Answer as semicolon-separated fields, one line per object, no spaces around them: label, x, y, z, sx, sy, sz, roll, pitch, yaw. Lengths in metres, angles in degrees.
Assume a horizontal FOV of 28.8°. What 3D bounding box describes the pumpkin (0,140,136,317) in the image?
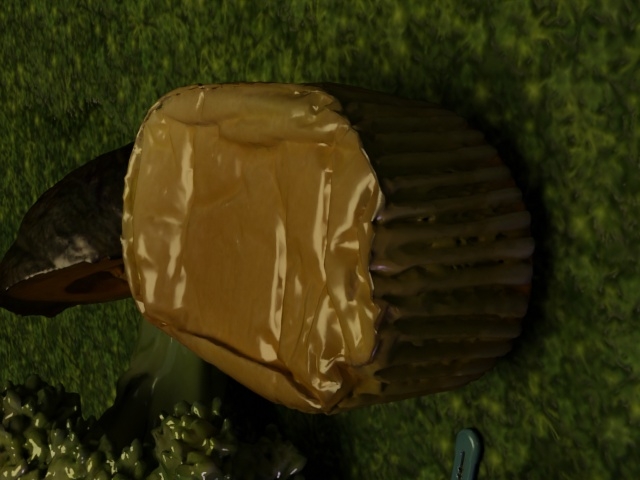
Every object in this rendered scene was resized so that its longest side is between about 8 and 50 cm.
pumpkin;-0.149;-0.022;0.894;0.278;0.163;0.111;-24;79;54

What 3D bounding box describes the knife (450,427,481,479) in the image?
knife;0.080;0.153;0.737;0.027;0.010;0.096;33;124;47

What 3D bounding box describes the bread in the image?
bread;0.000;0.000;0.706;0.250;0.133;0.179;7;100;50

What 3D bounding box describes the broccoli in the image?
broccoli;-0.130;0.186;0.873;0.288;0.235;0.260;3;104;18
